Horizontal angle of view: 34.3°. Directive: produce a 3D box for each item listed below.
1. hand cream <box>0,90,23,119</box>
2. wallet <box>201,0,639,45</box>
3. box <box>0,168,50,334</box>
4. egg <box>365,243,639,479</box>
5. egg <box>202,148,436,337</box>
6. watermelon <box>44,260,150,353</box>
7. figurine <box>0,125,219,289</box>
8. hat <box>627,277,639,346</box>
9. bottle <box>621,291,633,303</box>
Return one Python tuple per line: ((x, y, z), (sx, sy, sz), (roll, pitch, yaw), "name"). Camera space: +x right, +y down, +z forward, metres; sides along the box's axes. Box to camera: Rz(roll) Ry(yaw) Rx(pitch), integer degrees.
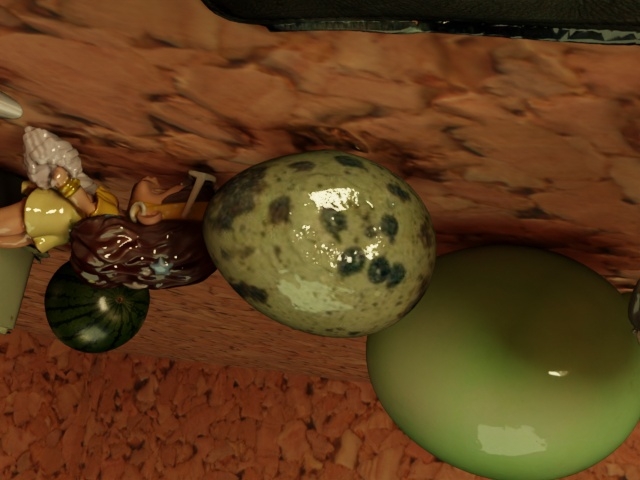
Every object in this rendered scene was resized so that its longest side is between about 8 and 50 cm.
((-0.300, -0.126, 0.658), (0.079, 0.048, 0.255), (20, 176, 31), "hand cream")
((0.074, -0.124, 0.386), (0.318, 0.045, 0.172), (5, 164, 22), "wallet")
((-0.440, -0.006, 1.041), (0.290, 0.166, 0.220), (3, 166, 27), "box")
((0.171, 0.114, 0.976), (0.269, 0.220, 0.220), (3, 166, 28), "egg")
((0.000, 0.000, 0.783), (0.181, 0.141, 0.141), (14, 167, -14), "egg")
((-0.316, 0.087, 1.442), (0.140, 0.141, 0.187), (16, 168, -28), "watermelon")
((-0.203, -0.017, 0.924), (0.240, 0.116, 0.175), (10, 167, 0), "figurine")
((0.283, -0.001, 0.571), (0.232, 0.161, 0.275), (-5, 141, 12), "hat")
((0.426, 0.092, 1.008), (0.286, 0.082, 0.082), (-2, 163, 42), "bottle")
